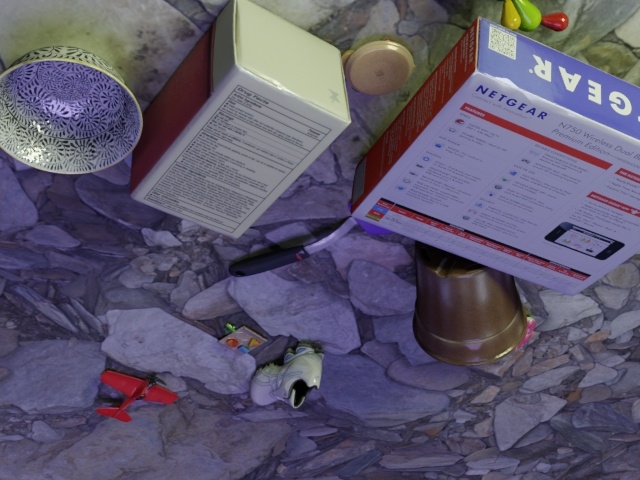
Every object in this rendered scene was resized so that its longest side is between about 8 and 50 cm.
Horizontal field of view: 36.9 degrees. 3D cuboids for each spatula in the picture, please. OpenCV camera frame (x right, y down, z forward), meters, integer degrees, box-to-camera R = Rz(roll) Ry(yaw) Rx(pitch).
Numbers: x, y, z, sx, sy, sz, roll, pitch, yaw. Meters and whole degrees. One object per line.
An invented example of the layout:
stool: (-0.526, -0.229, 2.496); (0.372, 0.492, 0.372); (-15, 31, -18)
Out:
spatula: (0.000, 0.000, 1.334); (0.296, 0.030, 0.084); (-21, 137, 18)

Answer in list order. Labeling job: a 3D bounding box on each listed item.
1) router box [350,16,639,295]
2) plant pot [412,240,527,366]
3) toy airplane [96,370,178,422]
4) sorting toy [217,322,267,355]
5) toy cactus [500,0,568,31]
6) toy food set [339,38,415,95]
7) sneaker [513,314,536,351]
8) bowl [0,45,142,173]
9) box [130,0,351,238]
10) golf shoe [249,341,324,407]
router box: (0.250, -0.078, 1.129); (0.335, 0.082, 0.301); (20, 145, -16)
plant pot: (0.202, 0.061, 1.341); (0.167, 0.167, 0.165); (-10, 133, 5)
toy airplane: (-0.320, 0.265, 1.614); (0.151, 0.028, 0.151); (-4, 141, -4)
sorting toy: (-0.132, 0.156, 1.519); (0.062, 0.012, 0.083); (-29, 135, 26)
toy cactus: (0.188, -0.293, 0.963); (0.180, 0.112, 0.219); (2, 151, 7)
toy food set: (0.067, -0.199, 1.110); (0.083, 0.020, 0.082); (-28, 136, 24)
sneaker: (0.262, 0.141, 1.518); (0.170, 0.075, 0.063); (-14, 127, -26)
bowl: (-0.282, -0.160, 1.067); (0.170, 0.080, 0.170); (-3, 141, -3)
box: (-0.096, -0.133, 1.087); (0.148, 0.127, 0.232); (23, 132, -30)
golf shoe: (-0.060, 0.242, 1.575); (0.069, 0.086, 0.176); (19, 136, -30)
